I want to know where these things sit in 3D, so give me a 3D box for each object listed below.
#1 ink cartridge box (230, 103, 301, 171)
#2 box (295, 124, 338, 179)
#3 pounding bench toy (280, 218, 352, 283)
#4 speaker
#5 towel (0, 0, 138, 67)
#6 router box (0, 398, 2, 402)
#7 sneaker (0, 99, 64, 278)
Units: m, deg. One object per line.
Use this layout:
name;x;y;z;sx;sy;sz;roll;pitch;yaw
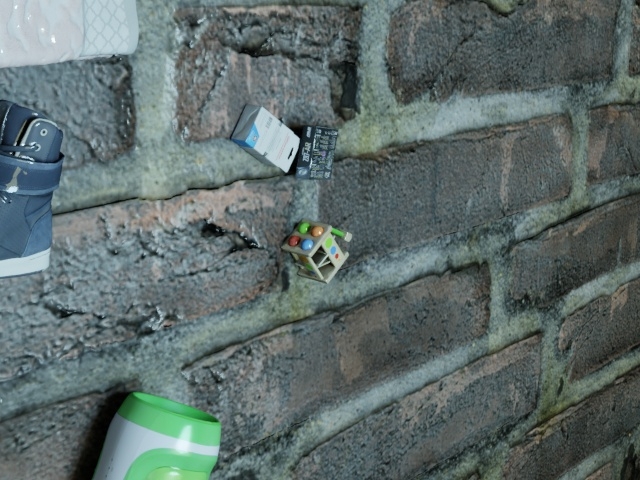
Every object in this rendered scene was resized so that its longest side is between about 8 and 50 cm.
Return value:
ink cartridge box;-0.064;-0.121;1.163;0.083;0.028;0.048;36;74;-47
box;-0.003;-0.110;1.220;0.083;0.018;0.067;-12;112;-70
pounding bench toy;0.000;0.000;1.253;0.083;0.052;0.065;-53;134;-24
speaker;-0.207;0.323;1.061;0.131;0.131;0.296;25;82;-49
towel;-0.240;-0.307;0.799;0.317;0.053;0.331;-33;128;-69
router box;-0.360;0.121;0.895;0.122;0.038;0.092;-14;111;-45
sneaker;-0.306;-0.040;0.833;0.226;0.086;0.163;-27;136;-66
